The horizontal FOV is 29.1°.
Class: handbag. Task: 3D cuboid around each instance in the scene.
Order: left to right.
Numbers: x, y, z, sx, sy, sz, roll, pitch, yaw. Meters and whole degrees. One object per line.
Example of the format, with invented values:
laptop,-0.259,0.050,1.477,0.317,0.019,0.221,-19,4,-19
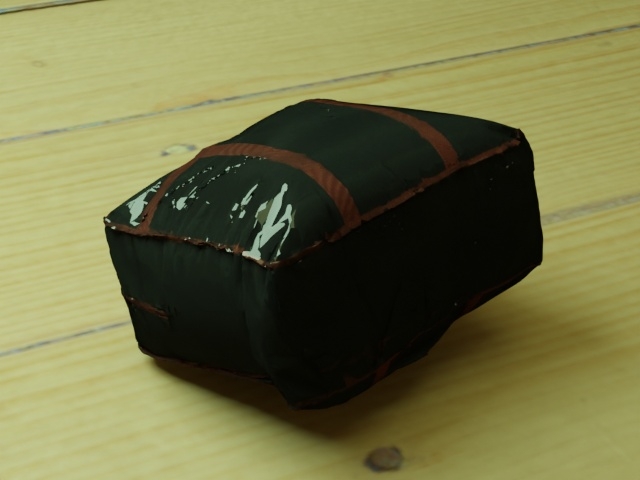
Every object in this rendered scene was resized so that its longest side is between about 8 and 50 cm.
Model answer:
handbag,0.000,0.000,0.723,0.215,0.155,0.169,-28,31,-35
